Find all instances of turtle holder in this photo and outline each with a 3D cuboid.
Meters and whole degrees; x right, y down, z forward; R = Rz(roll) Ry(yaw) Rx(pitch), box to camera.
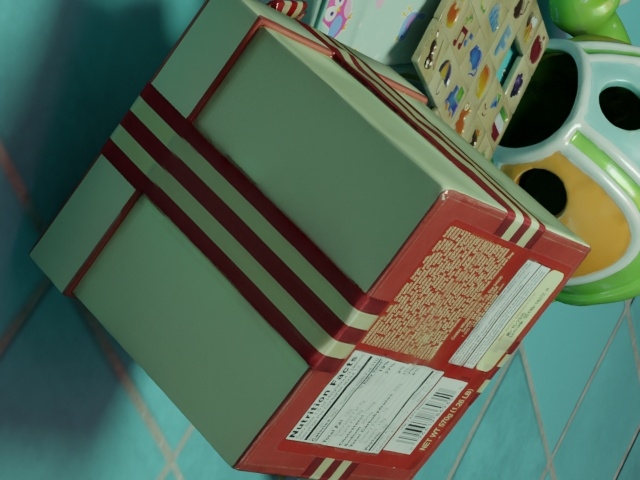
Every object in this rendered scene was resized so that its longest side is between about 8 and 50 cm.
[{"bbox_3d":[0.273,-0.107,1.769,0.227,0.243,0.320,42,74,-41],"label":"turtle holder"}]

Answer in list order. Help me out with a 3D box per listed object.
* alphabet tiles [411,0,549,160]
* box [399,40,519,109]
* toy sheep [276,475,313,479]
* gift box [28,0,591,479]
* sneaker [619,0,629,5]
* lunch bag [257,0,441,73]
[{"bbox_3d":[0.127,-0.140,1.489,0.198,0.009,0.237,-62,155,-14],"label":"alphabet tiles"},{"bbox_3d":[0.079,-0.121,1.542,0.244,0.100,0.060,-41,138,-47],"label":"box"},{"bbox_3d":[0.009,0.183,1.582,0.132,0.091,0.091,-13,114,-54],"label":"toy sheep"},{"bbox_3d":[-0.010,0.007,1.220,0.255,0.258,0.276,-51,151,8],"label":"gift box"},{"bbox_3d":[0.350,-0.385,1.922,0.151,0.094,0.256,-31,140,-46],"label":"sneaker"},{"bbox_3d":[0.039,-0.231,1.387,0.279,0.108,0.224,-11,127,-59],"label":"lunch bag"}]
